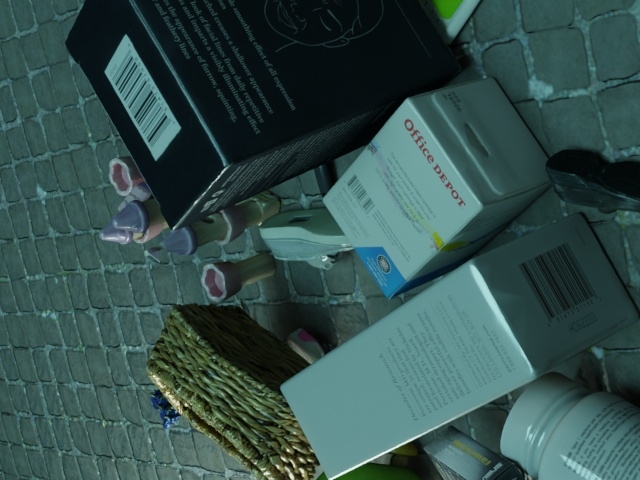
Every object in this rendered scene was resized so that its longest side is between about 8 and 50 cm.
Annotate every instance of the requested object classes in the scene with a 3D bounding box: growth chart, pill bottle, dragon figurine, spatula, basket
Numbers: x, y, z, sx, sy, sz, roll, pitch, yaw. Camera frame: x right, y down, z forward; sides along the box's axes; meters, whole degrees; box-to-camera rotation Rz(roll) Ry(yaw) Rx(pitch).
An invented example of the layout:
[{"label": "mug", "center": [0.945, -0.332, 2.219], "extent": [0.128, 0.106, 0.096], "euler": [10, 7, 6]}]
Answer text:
[{"label": "growth chart", "center": [0.128, -0.370, 1.595], "extent": [0.237, 0.021, 0.172], "euler": [46, 133, 25]}, {"label": "pill bottle", "center": [0.372, 0.286, 1.473], "extent": [0.283, 0.160, 0.160], "euler": [31, 126, 36]}, {"label": "dragon figurine", "center": [-0.207, 0.230, 2.114], "extent": [0.085, 0.144, 0.289], "euler": [53, 137, 19]}, {"label": "spatula", "center": [-0.012, -0.194, 1.813], "extent": [0.084, 0.030, 0.297], "euler": [6, 110, 48]}, {"label": "basket", "center": [-0.141, 0.262, 1.854], "extent": [0.299, 0.213, 0.223], "euler": [36, 106, 28]}]

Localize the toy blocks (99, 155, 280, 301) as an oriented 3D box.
[{"label": "toy blocks", "center": [-0.242, -0.081, 1.939], "extent": [0.288, 0.260, 0.309], "euler": [33, 128, 36]}]

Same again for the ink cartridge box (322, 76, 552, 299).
[{"label": "ink cartridge box", "center": [0.155, -0.070, 1.568], "extent": [0.171, 0.168, 0.233], "euler": [58, 138, 14]}]

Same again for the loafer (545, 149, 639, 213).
[{"label": "loafer", "center": [0.352, -0.061, 1.446], "extent": [0.170, 0.062, 0.061], "euler": [26, 145, 44]}]

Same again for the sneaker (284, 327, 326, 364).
[{"label": "sneaker", "center": [-0.059, 0.259, 1.984], "extent": [0.103, 0.111, 0.252], "euler": [38, 130, 32]}]

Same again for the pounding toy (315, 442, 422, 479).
[{"label": "pounding toy", "center": [0.103, 0.345, 1.822], "extent": [0.236, 0.183, 0.110], "euler": [-5, 75, 49]}]

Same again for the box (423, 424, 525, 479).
[{"label": "box", "center": [0.253, 0.374, 1.616], "extent": [0.231, 0.056, 0.183], "euler": [57, 168, -17]}]

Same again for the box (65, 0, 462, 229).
[{"label": "box", "center": [-0.074, -0.241, 1.554], "extent": [0.294, 0.395, 0.212], "euler": [60, 147, 7]}]

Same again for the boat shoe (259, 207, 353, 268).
[{"label": "boat shoe", "center": [-0.001, 0.001, 1.856], "extent": [0.227, 0.079, 0.081], "euler": [3, 124, 47]}]

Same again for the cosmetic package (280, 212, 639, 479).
[{"label": "cosmetic package", "center": [0.170, 0.151, 1.595], "extent": [0.453, 0.230, 0.162], "euler": [-38, 77, 49]}]
